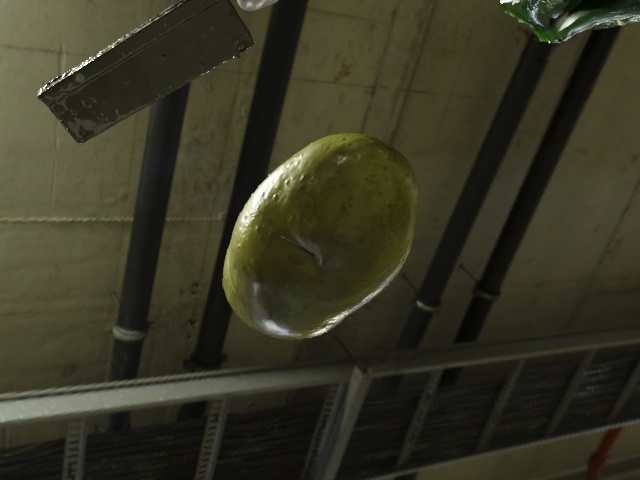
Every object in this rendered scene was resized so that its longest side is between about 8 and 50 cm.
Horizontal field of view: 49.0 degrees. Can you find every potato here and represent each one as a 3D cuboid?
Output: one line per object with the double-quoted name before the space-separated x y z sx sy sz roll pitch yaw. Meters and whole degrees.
"potato" 0.000 0.000 0.725 0.169 0.143 0.248 35 -64 -8

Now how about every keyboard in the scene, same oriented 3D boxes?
"keyboard" -0.177 -0.174 0.703 0.231 0.023 0.072 -24 -59 20

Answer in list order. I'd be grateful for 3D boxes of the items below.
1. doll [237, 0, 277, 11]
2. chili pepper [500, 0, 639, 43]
"doll" -0.064 -0.298 0.656 0.059 0.161 0.160 -37 -39 -40
"chili pepper" 0.201 -0.150 0.255 0.278 0.122 0.065 -33 -43 23
